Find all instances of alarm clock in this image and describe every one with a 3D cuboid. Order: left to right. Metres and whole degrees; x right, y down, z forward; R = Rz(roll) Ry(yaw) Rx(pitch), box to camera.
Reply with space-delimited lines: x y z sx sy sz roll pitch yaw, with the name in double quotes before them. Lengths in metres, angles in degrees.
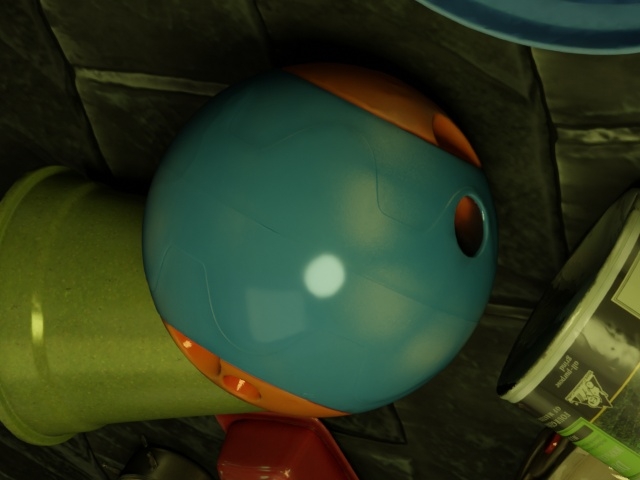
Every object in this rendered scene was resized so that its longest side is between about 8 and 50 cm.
"alarm clock" -0.169 0.319 2.158 0.129 0.064 0.192 -18 119 48

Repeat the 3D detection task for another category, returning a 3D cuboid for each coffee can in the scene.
"coffee can" 0.309 0.115 1.410 0.275 0.201 0.201 34 146 0

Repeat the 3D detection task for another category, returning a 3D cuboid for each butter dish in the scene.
"butter dish" -0.049 0.272 1.957 0.160 0.118 0.160 0 135 38

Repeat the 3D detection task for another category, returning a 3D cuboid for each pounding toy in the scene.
"pounding toy" 0.270 0.241 1.661 0.155 0.154 0.269 33 127 0

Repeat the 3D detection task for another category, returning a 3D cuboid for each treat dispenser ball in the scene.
"treat dispenser ball" 0.000 0.000 1.435 0.288 0.288 0.288 21 144 16

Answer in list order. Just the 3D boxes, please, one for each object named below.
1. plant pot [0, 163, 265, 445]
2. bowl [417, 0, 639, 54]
"plant pot" -0.148 0.067 1.689 0.254 0.276 0.276 2 136 21
"bowl" 0.141 -0.294 1.149 0.391 0.077 0.391 21 144 17
